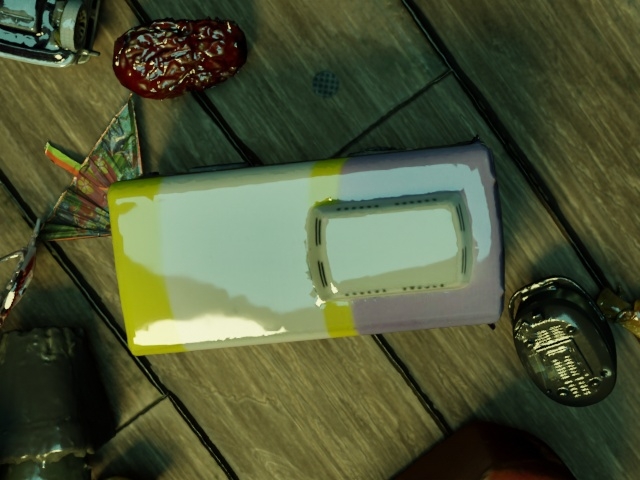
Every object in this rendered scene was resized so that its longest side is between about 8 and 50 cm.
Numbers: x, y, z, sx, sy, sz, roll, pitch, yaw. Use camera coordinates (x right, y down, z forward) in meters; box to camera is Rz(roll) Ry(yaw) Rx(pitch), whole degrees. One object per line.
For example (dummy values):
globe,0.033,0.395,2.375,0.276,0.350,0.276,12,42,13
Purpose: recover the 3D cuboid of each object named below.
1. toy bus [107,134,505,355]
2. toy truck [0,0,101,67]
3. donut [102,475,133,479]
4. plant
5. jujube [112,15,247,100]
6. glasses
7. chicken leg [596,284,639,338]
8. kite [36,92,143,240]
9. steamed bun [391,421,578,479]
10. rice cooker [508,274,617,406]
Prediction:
toy bus,0.000,0.000,0.872,0.440,0.249,0.209,-5,96,3
toy truck,-0.308,-0.389,0.873,0.146,0.175,0.367,13,98,-4
donut,-0.290,0.384,0.971,0.073,0.166,0.184,40,110,-15
plant,-0.351,0.238,0.964,0.142,0.164,0.256,-2,85,2
jujube,-0.173,-0.226,0.934,0.166,0.104,0.104,-3,96,-2
glasses,-0.437,0.082,0.944,0.095,0.162,0.255,33,95,-16
chicken leg,0.454,0.112,0.952,0.207,0.085,0.101,27,140,6
kite,-0.287,-0.078,0.982,0.183,0.014,0.241,34,103,9
steamed bun,0.175,0.420,0.920,0.379,0.235,0.248,-39,91,6
rice cooker,0.306,0.127,0.941,0.112,0.106,0.165,-28,105,28
